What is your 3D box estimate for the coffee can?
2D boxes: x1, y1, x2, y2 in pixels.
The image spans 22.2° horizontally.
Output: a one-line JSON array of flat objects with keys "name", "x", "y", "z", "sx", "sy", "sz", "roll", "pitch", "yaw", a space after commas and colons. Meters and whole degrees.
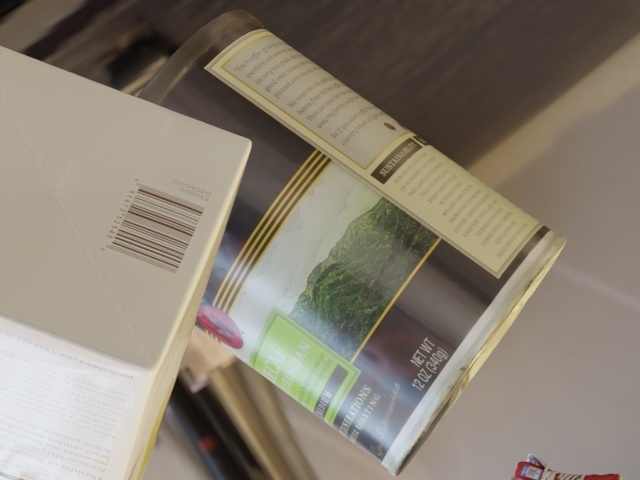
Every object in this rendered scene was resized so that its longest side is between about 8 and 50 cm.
[{"name": "coffee can", "x": 0.000, "y": 0.000, "z": 1.122, "sx": 0.201, "sy": 0.275, "sz": 0.201, "roll": -53, "pitch": 171, "yaw": -12}]

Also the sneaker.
[{"name": "sneaker", "x": 0.219, "y": 0.221, "z": 1.481, "sx": 0.118, "sy": 0.067, "sz": 0.042, "roll": -33, "pitch": -165, "yaw": 50}]

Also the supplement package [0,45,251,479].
[{"name": "supplement package", "x": -0.135, "y": 0.055, "z": 0.741, "sx": 0.244, "sy": 0.133, "sz": 0.139, "roll": 112, "pitch": -1, "yaw": -49}]
